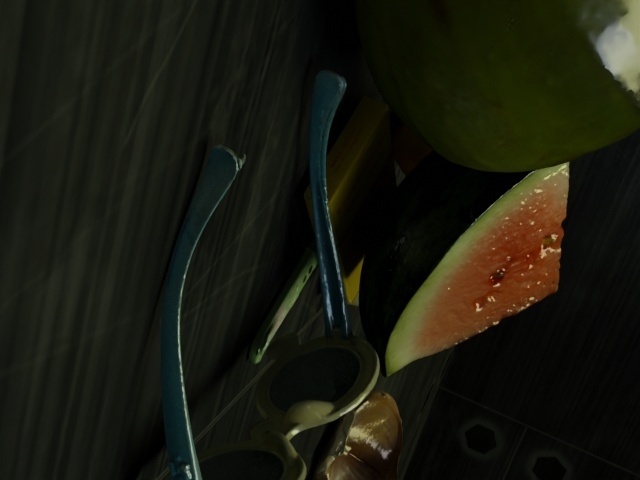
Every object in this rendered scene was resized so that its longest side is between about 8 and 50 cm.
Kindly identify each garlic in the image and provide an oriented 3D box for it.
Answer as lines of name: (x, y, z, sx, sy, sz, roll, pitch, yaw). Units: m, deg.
garlic: (0.049, 0.261, 1.152, 0.174, 0.099, 0.124, -61, 180, -28)

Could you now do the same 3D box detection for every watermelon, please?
watermelon: (0.088, -0.017, 0.663, 0.137, 0.145, 0.193, 22, 115, -43)

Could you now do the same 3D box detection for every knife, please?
knife: (0.000, 0.000, 0.695, 0.207, 0.014, 0.030, -60, 164, -23)

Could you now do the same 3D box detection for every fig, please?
fig: (0.094, -0.149, 0.505, 0.225, 0.203, 0.203, 32, 79, -41)

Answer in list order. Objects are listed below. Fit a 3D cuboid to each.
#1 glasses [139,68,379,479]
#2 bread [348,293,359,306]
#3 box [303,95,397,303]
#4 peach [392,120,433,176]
glasses: (-0.013, 0.037, 0.527, 0.189, 0.088, 0.220, -42, 151, -52)
bread: (0.066, 0.013, 0.814, 0.157, 0.094, 0.083, -17, 137, -48)
box: (0.026, -0.023, 0.682, 0.087, 0.023, 0.155, -62, 161, -22)
peach: (0.133, -0.095, 0.810, 0.138, 0.138, 0.138, -60, 165, -28)
